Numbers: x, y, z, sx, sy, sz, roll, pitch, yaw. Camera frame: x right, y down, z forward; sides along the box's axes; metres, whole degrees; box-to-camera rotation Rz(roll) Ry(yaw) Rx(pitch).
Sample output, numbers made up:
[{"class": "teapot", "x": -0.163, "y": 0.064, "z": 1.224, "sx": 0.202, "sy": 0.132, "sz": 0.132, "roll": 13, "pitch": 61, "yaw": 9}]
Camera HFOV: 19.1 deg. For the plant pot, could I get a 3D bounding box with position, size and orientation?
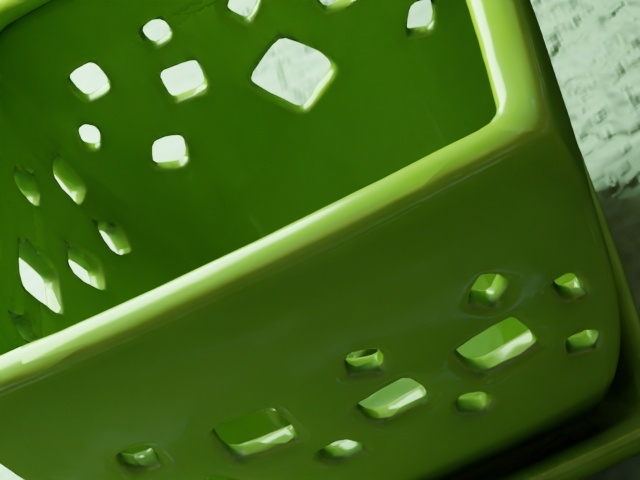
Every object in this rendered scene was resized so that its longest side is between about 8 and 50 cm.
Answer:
[{"class": "plant pot", "x": 0.000, "y": 0.000, "z": 0.733, "sx": 0.228, "sy": 0.207, "sz": 0.227, "roll": -24, "pitch": 43, "yaw": 11}]
